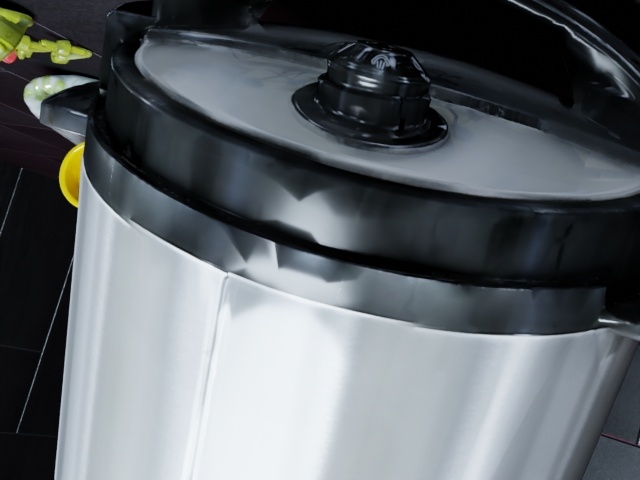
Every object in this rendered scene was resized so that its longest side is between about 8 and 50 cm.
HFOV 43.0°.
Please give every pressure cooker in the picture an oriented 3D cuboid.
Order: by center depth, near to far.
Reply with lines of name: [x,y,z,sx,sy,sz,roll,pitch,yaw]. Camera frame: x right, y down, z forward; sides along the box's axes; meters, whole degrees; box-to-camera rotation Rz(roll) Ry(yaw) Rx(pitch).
pressure cooker: [0.026,0.027,0.538,0.369,0.421,0.375,-3,-152,-30]

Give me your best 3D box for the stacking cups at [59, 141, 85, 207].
stacking cups: [-0.275,-0.063,1.206,0.096,0.096,0.316,16,174,9]

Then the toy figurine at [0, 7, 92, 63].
toy figurine: [-0.471,-0.168,0.947,0.362,0.217,0.191,14,174,27]

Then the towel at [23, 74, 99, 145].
towel: [-0.203,-0.135,1.205,0.374,0.090,0.320,16,172,5]
